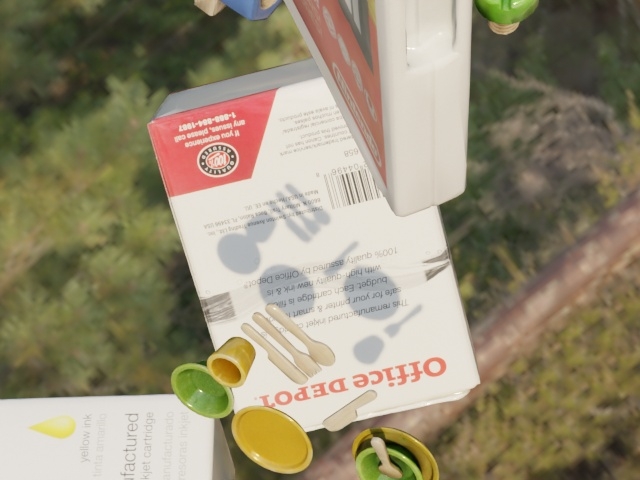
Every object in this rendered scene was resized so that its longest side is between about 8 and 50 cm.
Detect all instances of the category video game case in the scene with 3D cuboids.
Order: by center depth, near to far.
[{"bbox_3d":[-0.017,-0.154,0.353,0.025,0.285,0.204,-22,63,-7],"label":"video game case"}]

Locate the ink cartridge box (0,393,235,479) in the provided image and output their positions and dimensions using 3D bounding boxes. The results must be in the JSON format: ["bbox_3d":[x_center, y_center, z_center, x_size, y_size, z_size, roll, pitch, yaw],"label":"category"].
[{"bbox_3d":[-0.272,0.285,1.258,0.385,0.160,0.279,-2,60,3],"label":"ink cartridge box"}]

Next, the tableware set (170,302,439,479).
[{"bbox_3d":[-0.005,0.107,0.795,0.104,0.154,0.024,-38,12,43],"label":"tableware set"}]

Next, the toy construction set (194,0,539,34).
[{"bbox_3d":[-0.005,-0.223,0.726,0.257,0.309,0.237,-26,-14,-3],"label":"toy construction set"}]

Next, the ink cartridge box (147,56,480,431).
[{"bbox_3d":[0.000,0.000,1.210,0.197,0.273,0.114,-13,15,7],"label":"ink cartridge box"}]
